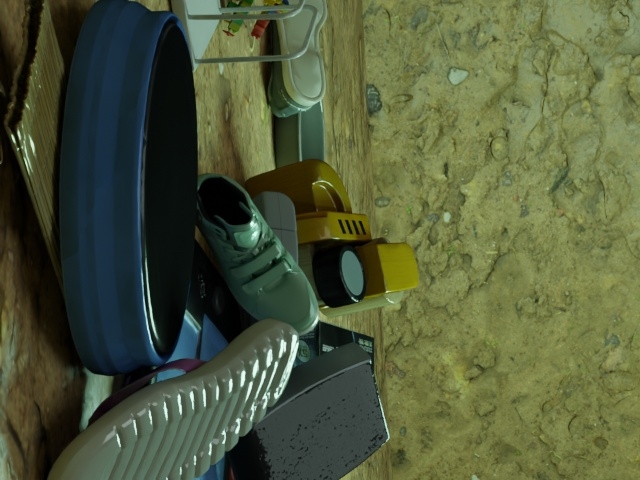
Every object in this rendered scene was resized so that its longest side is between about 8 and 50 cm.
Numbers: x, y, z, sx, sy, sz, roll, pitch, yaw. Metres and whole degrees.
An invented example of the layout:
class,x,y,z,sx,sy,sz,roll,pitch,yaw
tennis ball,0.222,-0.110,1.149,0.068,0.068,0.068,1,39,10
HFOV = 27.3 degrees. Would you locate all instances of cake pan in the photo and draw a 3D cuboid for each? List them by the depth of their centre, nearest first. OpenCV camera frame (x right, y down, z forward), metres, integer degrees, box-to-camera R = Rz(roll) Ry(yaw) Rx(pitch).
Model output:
class,x,y,z,sx,sy,sz,roll,pitch,yaw
cake pan,-0.038,-0.190,2.523,0.293,0.054,0.293,0,90,-81

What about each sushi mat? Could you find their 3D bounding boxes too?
class,x,y,z,sx,sy,sz,roll,pitch,yaw
sushi mat,-0.243,-0.066,1.220,0.317,0.019,0.151,89,2,-57

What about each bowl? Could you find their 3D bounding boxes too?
class,x,y,z,sx,sy,sz,roll,pitch,yaw
bowl,-0.188,-0.055,1.371,0.391,0.077,0.391,2,90,-87

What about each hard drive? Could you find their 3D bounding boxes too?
class,x,y,z,sx,sy,sz,roll,pitch,yaw
hard drive,-0.013,0.260,1.799,0.254,0.054,0.172,-25,109,-37

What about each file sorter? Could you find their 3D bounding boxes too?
class,x,y,z,sx,sy,sz,roll,pitch,yaw
file sorter,-0.104,-0.392,1.753,0.193,0.173,0.278,-76,163,-56

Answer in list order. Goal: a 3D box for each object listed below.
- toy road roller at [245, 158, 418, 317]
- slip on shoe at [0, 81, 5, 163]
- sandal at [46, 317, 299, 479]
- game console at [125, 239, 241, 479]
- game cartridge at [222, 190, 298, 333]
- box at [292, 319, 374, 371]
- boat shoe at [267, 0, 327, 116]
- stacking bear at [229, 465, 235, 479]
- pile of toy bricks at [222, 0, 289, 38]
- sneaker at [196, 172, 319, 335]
class,x,y,z,sx,sy,sz,roll,pitch,yaw
toy road roller,0.000,0.000,2.147,0.329,0.202,0.241,2,75,-62
slip on shoe,-0.275,-0.122,1.071,0.051,0.041,0.135,63,28,-70
sandal,-0.170,0.190,1.421,0.416,0.102,0.169,-24,134,-56
game console,-0.171,0.196,1.658,0.342,0.060,0.387,72,19,-63
game cartridge,-0.090,0.090,1.894,0.198,0.062,0.297,-25,-120,59
box,-0.031,0.180,2.008,0.147,0.180,0.078,23,64,-51
boat shoe,-0.057,-0.367,2.391,0.099,0.116,0.320,-35,-131,46
stacking bear,-0.067,0.308,2.002,0.289,0.164,0.175,-110,-172,-85
pile of toy bricks,-0.114,-0.353,1.985,0.105,0.118,0.212,-63,-172,2
sneaker,-0.091,0.022,1.710,0.256,0.094,0.151,52,-6,-2
